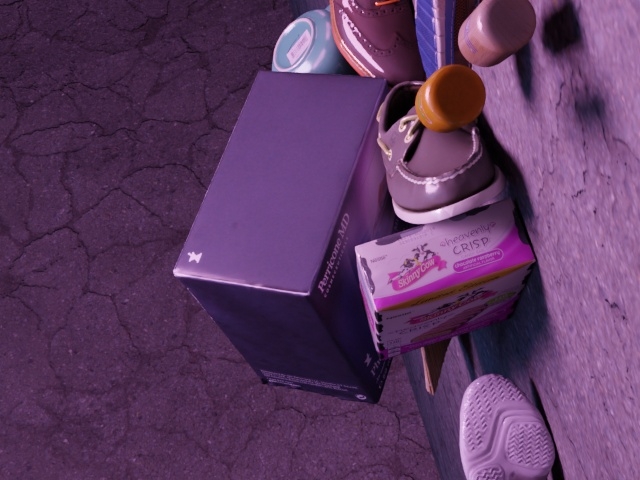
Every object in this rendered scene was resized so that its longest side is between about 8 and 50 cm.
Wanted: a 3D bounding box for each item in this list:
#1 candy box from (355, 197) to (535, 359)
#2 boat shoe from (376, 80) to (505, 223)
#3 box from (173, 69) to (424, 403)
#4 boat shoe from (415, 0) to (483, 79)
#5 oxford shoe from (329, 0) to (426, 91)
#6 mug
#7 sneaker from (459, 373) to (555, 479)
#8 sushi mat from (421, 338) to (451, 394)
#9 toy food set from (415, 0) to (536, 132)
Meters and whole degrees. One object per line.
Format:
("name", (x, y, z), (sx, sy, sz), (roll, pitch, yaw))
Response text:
("candy box", (0.123, 0.047, 1.071), (0.233, 0.159, 0.071), (75, 177, -71))
("boat shoe", (0.109, -0.095, 1.046), (0.305, 0.109, 0.091), (-96, -14, -73))
("box", (0.000, 0.000, 1.278), (0.294, 0.182, 0.296), (59, -136, -53))
("boat shoe", (0.109, -0.185, 0.787), (0.066, 0.066, 0.183), (-110, 10, -52))
("oxford shoe", (0.060, -0.297, 1.246), (0.271, 0.096, 0.098), (66, 160, 14))
("mug", (0.003, -0.242, 1.336), (0.097, 0.129, 0.158), (24, -110, -38))
("sneaker", (0.214, 0.280, 1.190), (0.153, 0.101, 0.269), (133, 119, -86))
("sushi mat", (0.163, 0.074, 1.571), (0.151, 0.019, 0.317), (-64, -31, -42))
("toy food set", (0.084, -0.194, 0.703), (0.104, 0.111, 0.232), (-145, 37, -88))
